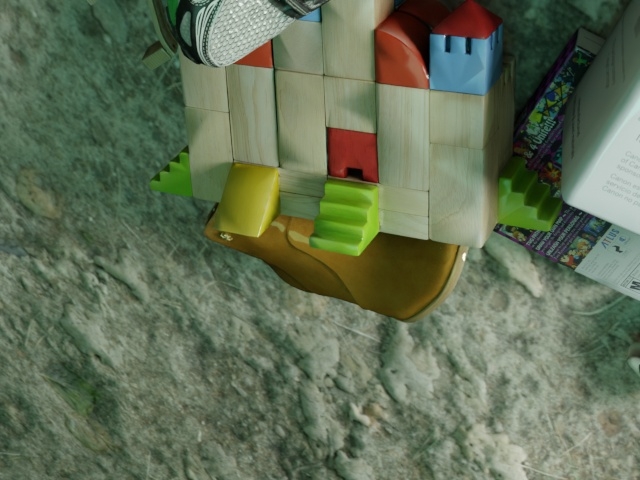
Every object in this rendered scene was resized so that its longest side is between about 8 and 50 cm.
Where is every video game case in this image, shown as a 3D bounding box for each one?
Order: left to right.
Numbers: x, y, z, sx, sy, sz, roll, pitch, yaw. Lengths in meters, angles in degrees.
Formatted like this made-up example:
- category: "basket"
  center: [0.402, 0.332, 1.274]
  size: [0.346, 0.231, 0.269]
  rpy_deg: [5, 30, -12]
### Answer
- category: "video game case"
  center: [0.276, -0.062, 1.162]
  size: [0.210, 0.042, 0.232]
  rpy_deg: [25, 134, -4]

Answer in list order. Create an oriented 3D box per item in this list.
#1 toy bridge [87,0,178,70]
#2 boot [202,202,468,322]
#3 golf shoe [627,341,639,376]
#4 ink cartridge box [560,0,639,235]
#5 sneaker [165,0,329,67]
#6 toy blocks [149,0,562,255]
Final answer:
- category: "toy bridge"
  center: [-0.197, -0.247, 1.167]
  size: [0.063, 0.026, 0.188]
  rpy_deg: [-24, 120, 32]
- category: "boot"
  center: [0.000, -0.001, 1.210]
  size: [0.211, 0.104, 0.295]
  rpy_deg: [23, 165, -17]
- category: "golf shoe"
  center: [0.406, 0.082, 1.213]
  size: [0.120, 0.105, 0.273]
  rpy_deg: [28, 134, 3]
- category: "ink cartridge box"
  center: [0.394, -0.156, 0.922]
  size: [0.279, 0.160, 0.385]
  rpy_deg: [24, 127, -4]
- category: "sneaker"
  center: [0.030, -0.238, 0.916]
  size: [0.343, 0.146, 0.134]
  rpy_deg: [-36, 159, 14]
- category: "toy blocks"
  center: [0.022, -0.150, 1.095]
  size: [0.381, 0.191, 0.261]
  rpy_deg: [11, 122, 22]
